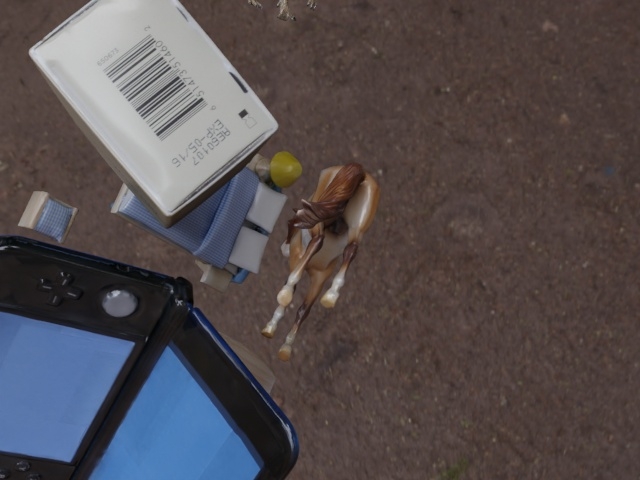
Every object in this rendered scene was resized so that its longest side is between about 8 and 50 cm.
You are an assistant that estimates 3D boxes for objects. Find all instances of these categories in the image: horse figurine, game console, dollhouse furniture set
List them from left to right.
[{"bbox_3d":[-0.199,0.177,0.736,0.250,0.293,0.173,17,31,-27],"label":"game console"},{"bbox_3d":[-0.144,-0.015,0.936,0.198,0.286,0.303,7,69,46],"label":"dollhouse furniture set"},{"bbox_3d":[0.000,0.000,0.799,0.066,0.263,0.174,23,64,-3],"label":"horse figurine"}]

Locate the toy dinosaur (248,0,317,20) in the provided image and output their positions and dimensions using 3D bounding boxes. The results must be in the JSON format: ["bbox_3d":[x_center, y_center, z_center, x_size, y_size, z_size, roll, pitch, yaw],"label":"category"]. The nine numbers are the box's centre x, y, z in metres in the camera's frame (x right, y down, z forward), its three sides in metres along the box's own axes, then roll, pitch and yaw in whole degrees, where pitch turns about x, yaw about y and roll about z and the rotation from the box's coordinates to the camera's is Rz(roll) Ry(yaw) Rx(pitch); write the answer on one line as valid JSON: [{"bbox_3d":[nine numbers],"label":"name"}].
[{"bbox_3d":[-0.036,-0.282,0.922,0.053,0.093,0.183,7,23,-42],"label":"toy dinosaur"}]

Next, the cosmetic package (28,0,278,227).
[{"bbox_3d":[-0.143,-0.105,0.781,0.113,0.309,0.160,-40,95,-9],"label":"cosmetic package"}]
